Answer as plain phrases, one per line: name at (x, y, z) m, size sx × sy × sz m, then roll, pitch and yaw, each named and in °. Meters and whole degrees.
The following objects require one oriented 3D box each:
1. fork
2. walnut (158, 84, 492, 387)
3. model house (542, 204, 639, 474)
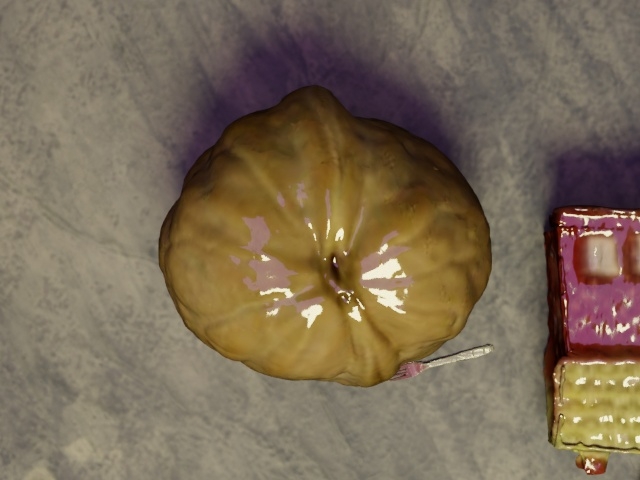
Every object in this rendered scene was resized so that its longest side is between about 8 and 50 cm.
fork at (0.126, 0.128, 0.975) m, size 0.115 × 0.012 × 0.016 m, roll -16°, pitch 91°, yaw 2°
walnut at (0.000, 0.000, 0.864) m, size 0.296 × 0.285 × 0.285 m, roll -12°, pitch 88°, yaw -4°
model house at (0.312, 0.095, 0.879) m, size 0.196 × 0.160 × 0.254 m, roll 1°, pitch 91°, yaw 8°
